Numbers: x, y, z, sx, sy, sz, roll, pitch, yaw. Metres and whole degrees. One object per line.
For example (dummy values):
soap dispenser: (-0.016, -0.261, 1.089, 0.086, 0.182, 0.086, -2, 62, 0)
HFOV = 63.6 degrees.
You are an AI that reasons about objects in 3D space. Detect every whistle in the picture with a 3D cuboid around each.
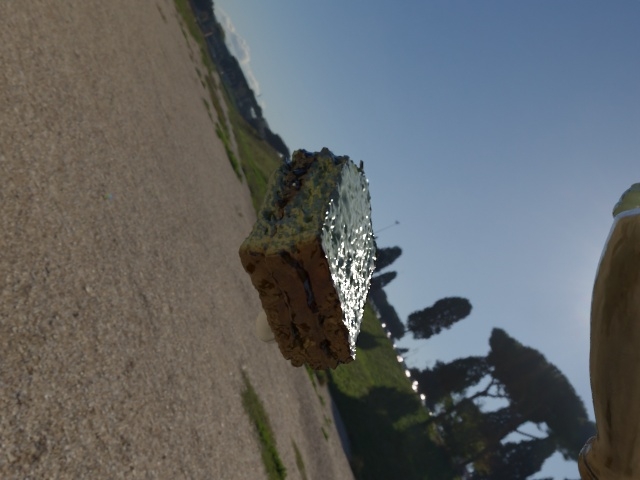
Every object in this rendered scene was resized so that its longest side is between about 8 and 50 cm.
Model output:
whistle: (0.568, -0.001, 0.933, 0.110, 0.092, 0.244, -15, 112, -69)

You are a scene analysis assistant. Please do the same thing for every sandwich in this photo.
sandwich: (0.001, 0.000, 0.826, 0.325, 0.131, 0.262, -72, 153, -45)

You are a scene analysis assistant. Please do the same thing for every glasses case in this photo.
glasses case: (-0.043, 0.160, 1.054, 0.049, 0.194, 0.074, 43, 35, -60)

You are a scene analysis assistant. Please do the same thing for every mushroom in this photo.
mushroom: (0.386, 0.121, 0.604, 0.154, 0.138, 0.407, 23, -66, 48)
